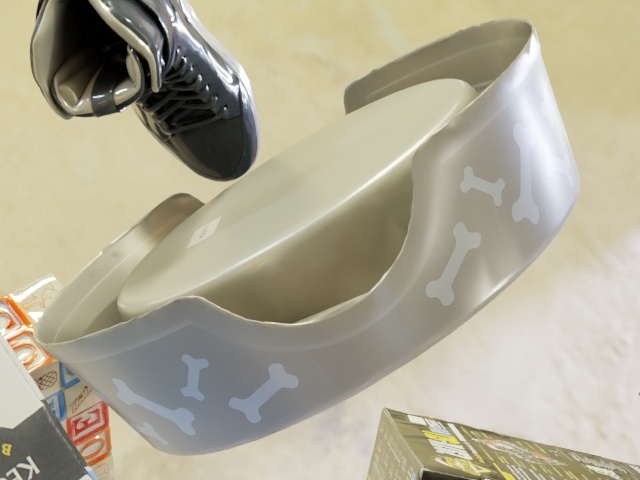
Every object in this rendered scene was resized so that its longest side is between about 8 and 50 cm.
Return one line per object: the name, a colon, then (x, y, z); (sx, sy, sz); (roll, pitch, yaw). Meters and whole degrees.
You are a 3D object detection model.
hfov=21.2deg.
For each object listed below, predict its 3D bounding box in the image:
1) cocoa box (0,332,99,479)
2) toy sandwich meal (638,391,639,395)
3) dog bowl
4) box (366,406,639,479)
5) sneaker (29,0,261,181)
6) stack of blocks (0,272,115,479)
cocoa box: (-0.252, 0.203, 0.839); (0.231, 0.347, 0.228); (-37, 98, -33)
toy sandwich meal: (0.313, 0.156, 1.482); (0.085, 0.029, 0.085); (39, -2, 2)
dog bowl: (0.000, 0.000, 1.034); (0.102, 0.348, 0.349); (58, 40, -12)
box: (0.179, 0.217, 1.382); (0.257, 0.079, 0.322); (12, 2, -4)
sneaker: (-0.110, -0.096, 1.102); (0.163, 0.086, 0.226); (-88, 153, -54)
stack of blocks: (-0.276, 0.184, 1.492); (0.171, 0.297, 0.087); (-28, 56, -25)
